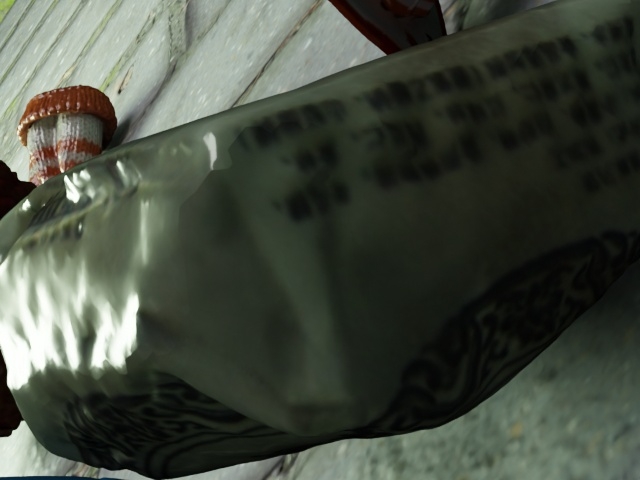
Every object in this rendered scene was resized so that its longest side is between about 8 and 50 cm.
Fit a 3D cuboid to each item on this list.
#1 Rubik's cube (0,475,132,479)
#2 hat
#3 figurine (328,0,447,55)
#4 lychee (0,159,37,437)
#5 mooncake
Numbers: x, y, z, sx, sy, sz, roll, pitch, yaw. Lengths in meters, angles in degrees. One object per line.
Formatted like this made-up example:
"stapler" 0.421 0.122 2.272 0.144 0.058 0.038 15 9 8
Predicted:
"Rubik's cube" -0.078 0.155 0.488 0.254 0.254 0.254 -45 26 30
"hat" -0.252 -0.064 1.317 0.112 0.093 0.162 -46 43 51
"figurine" 0.098 -0.213 0.668 0.226 0.183 0.160 -32 42 25
"lychee" -0.318 0.049 1.057 0.264 0.264 0.300 -59 -2 0
"mooncake" 0.001 0.005 0.537 0.254 0.136 0.250 -22 2 -35
